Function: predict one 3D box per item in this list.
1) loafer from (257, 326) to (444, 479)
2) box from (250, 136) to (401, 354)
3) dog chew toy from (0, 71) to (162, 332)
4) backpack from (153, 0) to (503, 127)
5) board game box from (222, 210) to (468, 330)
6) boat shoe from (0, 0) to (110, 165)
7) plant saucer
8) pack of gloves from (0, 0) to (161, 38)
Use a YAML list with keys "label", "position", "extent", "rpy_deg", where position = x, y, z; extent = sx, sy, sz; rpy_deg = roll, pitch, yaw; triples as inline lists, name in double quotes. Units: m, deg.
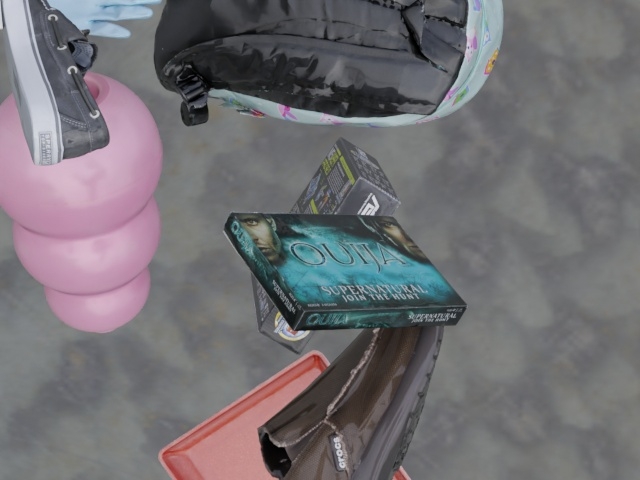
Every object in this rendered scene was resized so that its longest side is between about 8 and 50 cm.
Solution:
- label: "loafer"
  position: [0.010, 0.170, 1.379]
  extent: [0.130, 0.134, 0.366]
  rpy_deg: [20, 59, 8]
- label: "box"
  position: [0.000, 0.000, 1.894]
  extent: [0.060, 0.270, 0.216]
  rpy_deg: [32, 98, -11]
- label: "dog chew toy"
  position: [-0.281, -0.031, 1.869]
  extent: [0.206, 0.206, 0.332]
  rpy_deg: [-23, 130, -24]
- label: "backpack"
  position: [0.010, -0.131, 0.876]
  extent: [0.115, 0.182, 0.152]
  rpy_deg: [-31, 133, -64]
- label: "board game box"
  position: [0.021, 0.024, 1.329]
  extent: [0.186, 0.126, 0.026]
  rpy_deg: [1, 130, -42]
- label: "boat shoe"
  position: [-0.226, -0.153, 1.344]
  extent: [0.076, 0.228, 0.080]
  rpy_deg: [-8, 134, -15]
- label: "plant saucer"
  position: [-0.031, 0.302, 1.995]
  extent: [0.258, 0.048, 0.259]
  rpy_deg: [-34, 94, 13]
- label: "pack of gloves"
  position: [-0.260, -0.294, 1.526]
  extent: [0.232, 0.046, 0.195]
  rpy_deg: [4, 70, 7]
